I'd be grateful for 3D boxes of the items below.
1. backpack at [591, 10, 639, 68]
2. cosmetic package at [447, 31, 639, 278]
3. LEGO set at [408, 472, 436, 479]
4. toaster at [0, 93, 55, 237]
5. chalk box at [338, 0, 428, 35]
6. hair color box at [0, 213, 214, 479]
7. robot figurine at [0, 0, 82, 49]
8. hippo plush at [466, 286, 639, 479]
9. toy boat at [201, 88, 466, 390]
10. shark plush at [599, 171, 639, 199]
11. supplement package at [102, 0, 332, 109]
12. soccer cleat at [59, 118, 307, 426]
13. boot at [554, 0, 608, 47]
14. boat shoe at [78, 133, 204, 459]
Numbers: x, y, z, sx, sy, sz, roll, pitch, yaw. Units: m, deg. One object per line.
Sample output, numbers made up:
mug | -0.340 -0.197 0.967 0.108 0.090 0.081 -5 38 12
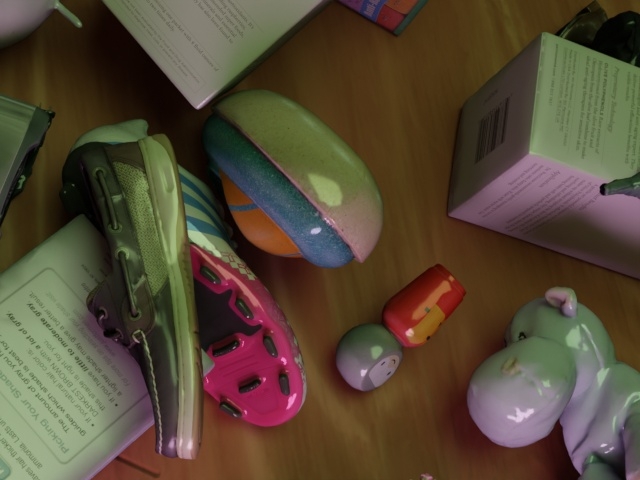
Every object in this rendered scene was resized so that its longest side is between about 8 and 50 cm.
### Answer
backpack | 0.395 -0.165 1.670 0.182 0.115 0.152 28 74 -19
cosmetic package | 0.346 -0.065 1.573 0.365 0.197 0.155 17 65 -17
LEGO set | 0.052 0.277 1.352 0.287 0.107 0.132 6 66 -21
toaster | -0.341 -0.060 1.312 0.146 0.129 0.227 22 63 -11
chalk box | 0.072 -0.363 1.591 0.179 0.180 0.289 28 62 -10
hair color box | -0.291 0.165 1.247 0.185 0.113 0.374 48 58 1
robot figurine | -0.380 -0.297 1.351 0.353 0.200 0.300 19 56 -16
hippo plush | 0.284 0.153 1.432 0.236 0.234 0.294 48 59 1
toy boat | 0.000 0.000 1.399 0.148 0.267 0.318 -43 110 -3
shark plush | 0.343 -0.068 1.425 0.161 0.067 0.073 4 73 -20
supplement package | -0.052 -0.292 1.398 0.293 0.175 0.177 -39 95 14
soccer cleat | -0.110 0.021 1.389 0.331 0.116 0.143 54 27 -8
boot | 0.335 -0.219 1.729 0.106 0.037 0.114 -41 93 -29
boat shoe | -0.153 0.049 1.240 0.092 0.103 0.285 -7 76 -6
